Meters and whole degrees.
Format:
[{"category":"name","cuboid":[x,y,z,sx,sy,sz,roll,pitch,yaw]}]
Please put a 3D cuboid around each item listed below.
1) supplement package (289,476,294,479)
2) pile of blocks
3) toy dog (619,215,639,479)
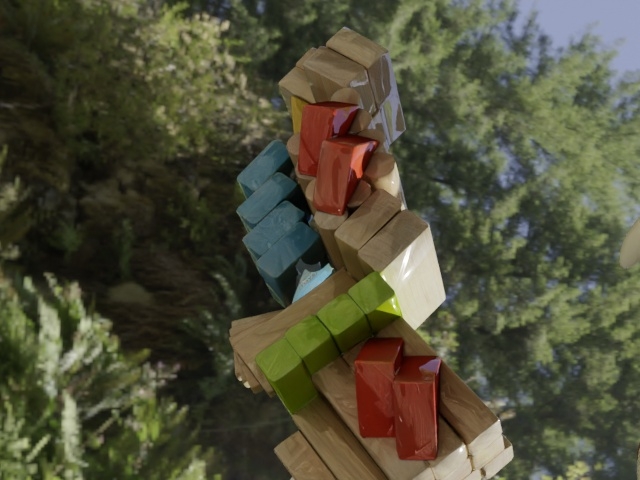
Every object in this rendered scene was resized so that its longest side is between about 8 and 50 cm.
[{"category":"supplement package","cuboid":[0.018,0.370,1.320,0.105,0.105,0.179,22,-122,37]},{"category":"pile of blocks","cuboid":[0.000,0.000,0.569,0.149,0.112,0.362,-16,-127,5]},{"category":"toy dog","cuboid":[0.477,0.158,0.962,0.284,0.396,0.407,-111,-147,-67]}]
